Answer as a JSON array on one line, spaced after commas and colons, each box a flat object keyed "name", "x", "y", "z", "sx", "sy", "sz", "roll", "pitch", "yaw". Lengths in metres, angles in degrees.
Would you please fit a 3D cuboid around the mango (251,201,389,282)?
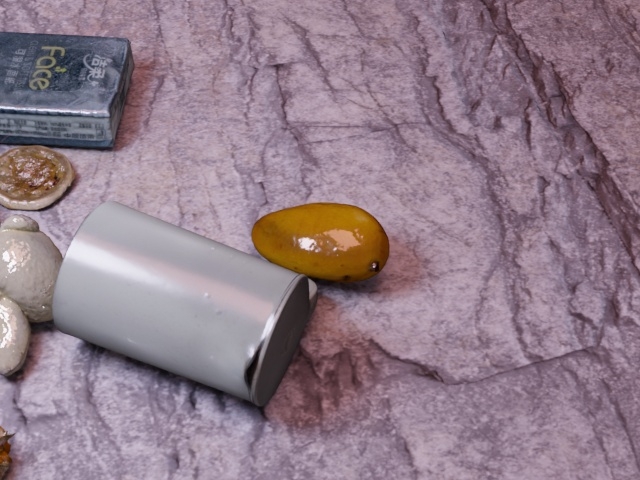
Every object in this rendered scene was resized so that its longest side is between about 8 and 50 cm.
[{"name": "mango", "x": 0.000, "y": 0.000, "z": 1.700, "sx": 0.227, "sy": 0.109, "sz": 0.147, "roll": 11, "pitch": 44, "yaw": 21}]

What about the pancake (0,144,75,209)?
[{"name": "pancake", "x": -0.486, "y": -0.107, "z": 1.815, "sx": 0.151, "sy": 0.025, "sz": 0.152, "roll": 2, "pitch": 46, "yaw": -2}]

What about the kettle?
[{"name": "kettle", "x": -0.185, "y": 0.091, "z": 1.562, "sx": 0.318, "sy": 0.265, "sz": 0.205, "roll": 18, "pitch": 84, "yaw": 13}]

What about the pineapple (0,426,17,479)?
[{"name": "pineapple", "x": -0.512, "y": 0.230, "z": 1.417, "sx": 0.233, "sy": 0.135, "sz": 0.079, "roll": 14, "pitch": 46, "yaw": 10}]

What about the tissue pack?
[{"name": "tissue pack", "x": -0.502, "y": -0.269, "z": 1.914, "sx": 0.315, "sy": 0.103, "sz": 0.228, "roll": 3, "pitch": 47, "yaw": -1}]

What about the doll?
[{"name": "doll", "x": -0.491, "y": 0.102, "z": 1.569, "sx": 0.278, "sy": 0.175, "sz": 0.149, "roll": -42, "pitch": 20, "yaw": -24}]
